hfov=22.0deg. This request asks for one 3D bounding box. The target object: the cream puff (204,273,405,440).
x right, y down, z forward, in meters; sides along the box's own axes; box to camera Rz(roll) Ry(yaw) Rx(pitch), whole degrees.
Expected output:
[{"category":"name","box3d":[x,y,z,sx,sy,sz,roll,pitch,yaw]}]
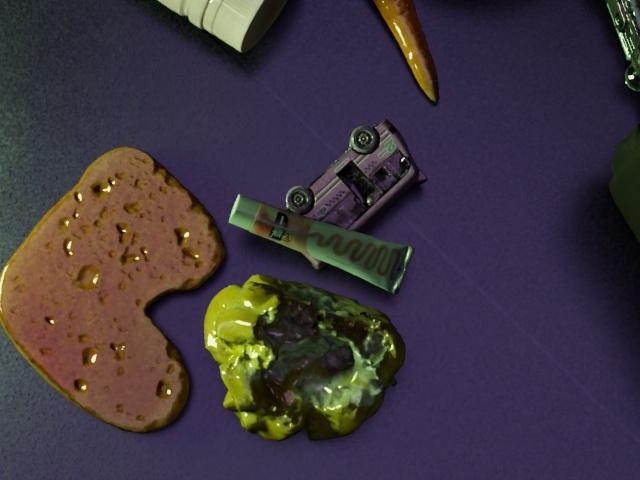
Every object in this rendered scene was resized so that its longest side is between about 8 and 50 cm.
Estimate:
[{"category":"cream puff","box3d":[-0.029,0.136,1.821,0.221,0.194,0.195,18,83,-9]}]

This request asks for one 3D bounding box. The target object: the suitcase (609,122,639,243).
[{"category":"suitcase","box3d":[0.442,0.005,1.738,0.188,0.345,0.339,-31,83,2]}]

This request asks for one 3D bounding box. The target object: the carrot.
[{"category":"carrot","box3d":[0.087,-0.281,1.927,0.061,0.061,0.257,-28,86,-3]}]

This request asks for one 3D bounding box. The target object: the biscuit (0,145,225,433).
[{"category":"biscuit","box3d":[-0.218,0.059,1.886,0.262,0.052,0.277,38,83,1]}]

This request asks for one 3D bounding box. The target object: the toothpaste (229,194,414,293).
[{"category":"toothpaste","box3d":[0.000,0.000,1.823,0.205,0.036,0.056,20,98,-8]}]

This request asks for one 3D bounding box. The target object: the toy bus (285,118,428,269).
[{"category":"toy bus","box3d":[0.034,-0.052,1.881,0.178,0.087,0.098,-43,88,-2]}]

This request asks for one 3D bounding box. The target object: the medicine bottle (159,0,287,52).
[{"category":"medicine bottle","box3d":[-0.158,-0.334,1.897,0.249,0.133,0.133,34,84,6]}]

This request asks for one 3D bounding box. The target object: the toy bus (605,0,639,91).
[{"category":"toy bus","box3d":[0.383,-0.264,1.906,0.109,0.091,0.262,-18,84,-9]}]
